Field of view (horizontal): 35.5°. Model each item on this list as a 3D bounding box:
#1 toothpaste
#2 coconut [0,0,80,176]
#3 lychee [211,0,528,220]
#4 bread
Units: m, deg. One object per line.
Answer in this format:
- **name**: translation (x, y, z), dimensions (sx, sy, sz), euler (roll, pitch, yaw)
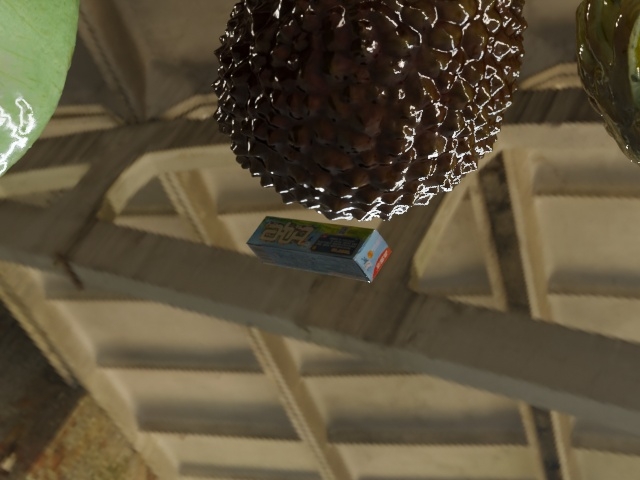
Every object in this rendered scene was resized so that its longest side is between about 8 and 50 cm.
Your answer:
- **toothpaste**: translation (0.000, 0.000, 1.204), dimensions (0.193, 0.070, 0.044), euler (8, -35, 46)
- **coconut**: translation (-0.317, -0.171, 0.663), dimensions (0.281, 0.328, 0.328), euler (31, -30, 21)
- **lychee**: translation (0.041, -0.150, 0.825), dimensions (0.267, 0.267, 0.267), euler (23, -33, 15)
- **bread**: translation (0.432, -0.185, 1.225), dimensions (0.333, 0.160, 0.333), euler (52, -11, 15)
